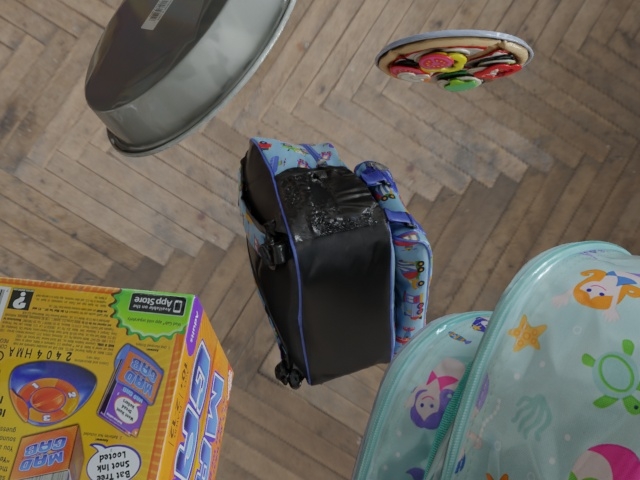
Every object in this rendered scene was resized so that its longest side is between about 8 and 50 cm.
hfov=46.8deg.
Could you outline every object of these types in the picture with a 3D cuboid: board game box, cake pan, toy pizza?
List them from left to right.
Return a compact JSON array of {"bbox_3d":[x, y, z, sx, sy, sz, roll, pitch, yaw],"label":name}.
[{"bbox_3d":[-0.348,0.289,1.051,0.356,0.356,0.356,5,63,4],"label":"board game box"},{"bbox_3d":[-0.143,-0.223,0.766,0.054,0.293,0.293,36,83,-38],"label":"cake pan"},{"bbox_3d":[0.170,-0.225,0.955,0.201,0.201,0.032,0,87,-5],"label":"toy pizza"}]

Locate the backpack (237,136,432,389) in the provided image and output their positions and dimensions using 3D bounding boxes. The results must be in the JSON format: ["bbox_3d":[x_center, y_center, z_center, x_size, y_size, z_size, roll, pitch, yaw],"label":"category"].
[{"bbox_3d":[0.000,0.000,0.567,0.116,0.173,0.158,-13,130,-10],"label":"backpack"}]

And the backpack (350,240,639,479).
[{"bbox_3d":[0.136,0.126,0.386,0.225,0.191,0.254,5,107,-47],"label":"backpack"}]
